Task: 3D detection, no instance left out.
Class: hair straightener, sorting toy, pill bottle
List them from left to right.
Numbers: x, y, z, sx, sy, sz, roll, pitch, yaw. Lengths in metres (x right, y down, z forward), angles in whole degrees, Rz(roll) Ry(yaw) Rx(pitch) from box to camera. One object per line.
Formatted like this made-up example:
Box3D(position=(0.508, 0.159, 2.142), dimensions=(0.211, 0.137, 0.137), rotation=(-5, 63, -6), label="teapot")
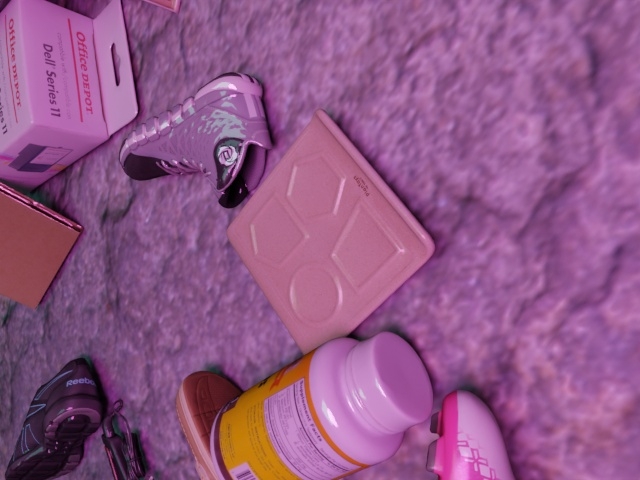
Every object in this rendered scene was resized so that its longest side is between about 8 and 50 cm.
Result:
Box3D(position=(-0.255, 0.335, 0.753), dimensions=(0.089, 0.047, 0.230), rotation=(-32, 69, 32), label="hair straightener")
Box3D(position=(-0.001, 0.170, 0.515), dimensions=(0.215, 0.117, 0.117), rotation=(-36, 71, 30), label="pill bottle")
Box3D(position=(0.000, 0.000, 0.563), dimensions=(0.208, 0.038, 0.193), rotation=(-50, 64, 31), label="sorting toy")

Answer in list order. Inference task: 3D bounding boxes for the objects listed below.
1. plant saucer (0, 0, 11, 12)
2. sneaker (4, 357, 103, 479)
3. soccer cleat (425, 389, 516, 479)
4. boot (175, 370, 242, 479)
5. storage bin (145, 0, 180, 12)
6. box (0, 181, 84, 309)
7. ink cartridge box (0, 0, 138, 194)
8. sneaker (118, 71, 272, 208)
Box3D(position=(-0.426, -0.468, 0.717), dimensions=(0.101, 0.400, 0.400), rotation=(16, 105, -11), label="plant saucer")
Box3D(position=(-0.418, 0.294, 0.847), dimensions=(0.267, 0.101, 0.106), rotation=(-47, 46, 26), label="sneaker")
Box3D(position=(0.156, 0.287, 0.427), dimensions=(0.143, 0.116, 0.331), rotation=(-1, 89, 13), label="soccer cleat")
Box3D(position=(-0.126, 0.308, 0.627), dimensions=(0.203, 0.095, 0.262), rotation=(-48, 70, 28), label="boot")
Box3D(position=(-0.276, -0.442, 0.608), dimensions=(0.123, 0.260, 0.262), rotation=(27, 107, 36), label="storage bin")
Box3D(position=(-0.500, 0.010, 0.860), dimensions=(0.201, 0.164, 0.021), rotation=(-48, 22, 26), label="box")
Box3D(position=(-0.438, -0.219, 0.810), dimensions=(0.354, 0.119, 0.207), rotation=(-19, 78, 34), label="ink cartridge box")
Box3D(position=(-0.149, -0.089, 0.634), dimensions=(0.229, 0.086, 0.132), rotation=(-25, 79, 32), label="sneaker")
